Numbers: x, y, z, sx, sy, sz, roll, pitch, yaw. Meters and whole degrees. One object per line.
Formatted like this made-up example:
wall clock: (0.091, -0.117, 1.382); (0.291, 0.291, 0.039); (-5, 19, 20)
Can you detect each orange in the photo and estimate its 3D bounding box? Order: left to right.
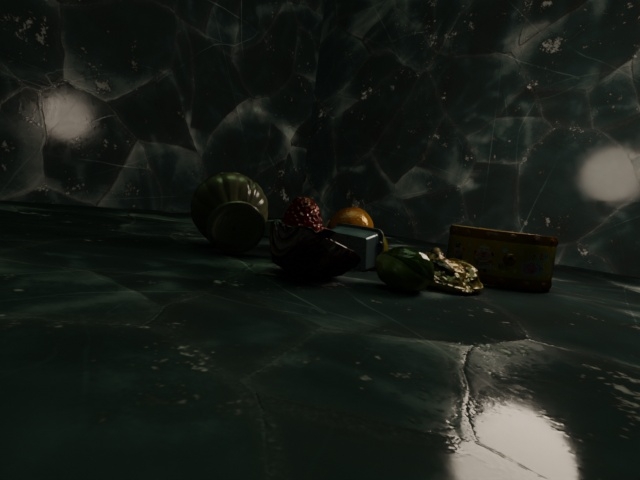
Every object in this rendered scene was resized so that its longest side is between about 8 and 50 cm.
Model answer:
orange: (0.137, -0.047, 1.858); (0.219, 0.219, 0.193); (3, 32, -35)

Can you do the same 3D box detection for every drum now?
drum: (0.733, 0.062, 1.675); (0.431, 0.214, 0.431); (6, 6, -1)

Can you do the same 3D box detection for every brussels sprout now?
brussels sprout: (0.251, 0.085, 1.222); (0.183, 0.131, 0.145); (14, 2, 16)

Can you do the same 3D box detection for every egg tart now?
egg tart: (0.423, 0.099, 1.392); (0.297, 0.132, 0.297); (10, 11, -2)

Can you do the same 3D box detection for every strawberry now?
strawberry: (-0.072, -0.038, 1.477); (0.205, 0.244, 0.205); (9, 4, -1)

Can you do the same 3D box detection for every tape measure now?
tape measure: (-0.213, -0.068, 2.266); (0.207, 0.115, 0.235); (-1, 9, -41)

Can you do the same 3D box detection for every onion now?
onion: (-0.021, 0.056, 1.228); (0.280, 0.146, 0.314); (32, -15, -24)

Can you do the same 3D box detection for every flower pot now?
flower pot: (-0.338, -0.091, 1.547); (0.307, 0.307, 0.244); (5, 26, -22)

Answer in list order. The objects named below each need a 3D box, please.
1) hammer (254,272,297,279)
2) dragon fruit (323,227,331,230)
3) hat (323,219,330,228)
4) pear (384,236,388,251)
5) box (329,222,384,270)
hammer: (-0.129, 0.101, 1.175); (0.123, 0.014, 0.029); (6, -3, 0)
dragon fruit: (-0.039, -0.010, 1.744); (0.282, 0.147, 0.211); (14, 9, 40)
hat: (0.000, 0.000, 2.055); (0.144, 0.173, 0.166); (44, -21, 26)
pear: (0.203, 0.027, 1.682); (0.149, 0.149, 0.162); (12, 2, 39)
box: (0.124, 0.027, 1.553); (0.227, 0.162, 0.130); (12, 17, 37)
